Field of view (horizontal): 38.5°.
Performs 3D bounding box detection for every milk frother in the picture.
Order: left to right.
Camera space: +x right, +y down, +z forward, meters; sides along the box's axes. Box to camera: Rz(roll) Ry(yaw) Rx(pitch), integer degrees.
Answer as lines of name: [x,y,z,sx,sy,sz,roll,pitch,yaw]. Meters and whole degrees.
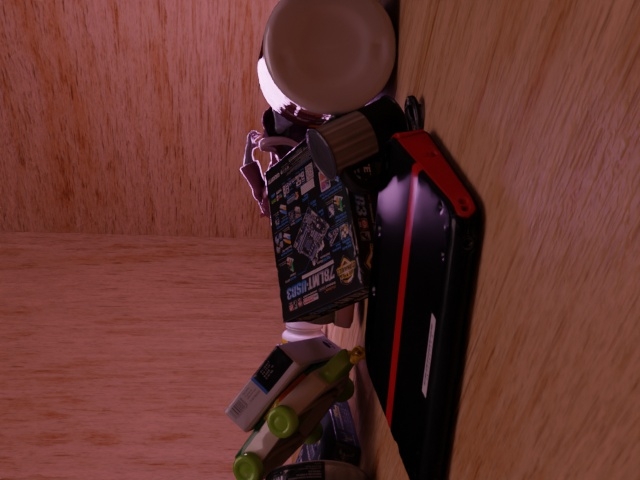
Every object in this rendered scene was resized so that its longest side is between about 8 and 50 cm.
milk frother: [0.070,-0.153,1.331,0.129,0.134,0.143,54,160,25]

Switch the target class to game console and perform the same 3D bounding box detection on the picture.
game console: [0.126,0.077,1.173,0.342,0.060,0.387,-113,25,-65]

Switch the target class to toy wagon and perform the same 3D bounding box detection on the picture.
toy wagon: [-0.027,0.312,1.700,0.344,0.068,0.267,-56,-17,19]

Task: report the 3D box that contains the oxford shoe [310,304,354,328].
oxford shoe: [0.000,0.000,1.910,0.140,0.146,0.397,94,177,-48]

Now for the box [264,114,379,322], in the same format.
box: [0.005,-0.027,1.588,0.295,0.073,0.293,-31,65,58]

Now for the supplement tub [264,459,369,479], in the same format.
supplement tub: [-0.003,0.554,1.570,0.194,0.193,0.316,101,169,-58]

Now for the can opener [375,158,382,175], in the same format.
can opener: [0.065,-0.022,1.624,0.074,0.093,0.280,-95,14,-57]

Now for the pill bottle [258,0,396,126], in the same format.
pill bottle: [-0.002,-0.323,1.673,0.392,0.224,0.224,-154,66,-84]

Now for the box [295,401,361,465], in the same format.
box: [0.011,0.445,1.885,0.233,0.059,0.183,-109,41,-73]

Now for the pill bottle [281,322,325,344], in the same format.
pill bottle: [-0.046,0.300,2.450,0.119,0.119,0.209,-124,36,-80]

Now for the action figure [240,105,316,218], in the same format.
action figure: [-0.056,-0.145,2.084,0.276,0.248,0.370,-87,14,-50]

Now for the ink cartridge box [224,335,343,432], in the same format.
ink cartridge box: [-0.051,0.268,1.765,0.165,0.065,0.332,-53,-18,9]
